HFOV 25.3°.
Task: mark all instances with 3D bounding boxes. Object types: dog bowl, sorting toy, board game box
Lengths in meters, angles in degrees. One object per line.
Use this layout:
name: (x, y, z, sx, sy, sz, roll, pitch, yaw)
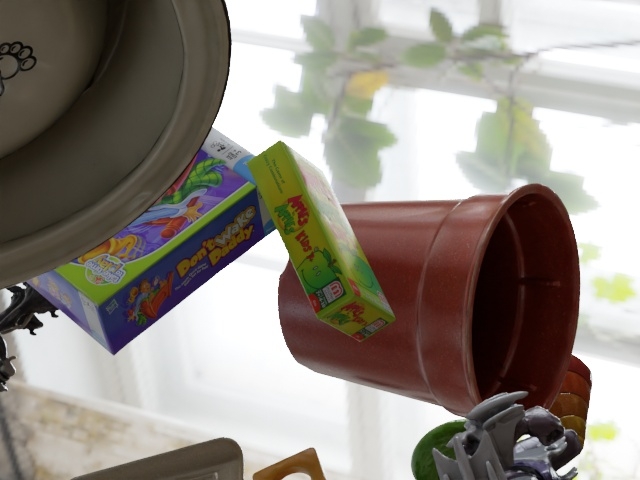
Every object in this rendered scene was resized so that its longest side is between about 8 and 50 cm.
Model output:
dog bowl: (-0.282, -0.142, 1.085, 0.407, 0.150, 0.408, -20, -38, -16)
sorting toy: (0.206, 0.296, 1.795, 0.127, 0.365, 0.126, 41, -163, -30)
sorting toy: (-0.146, 0.281, 1.256, 0.196, 0.347, 0.047, -94, -18, -45)
board game box: (-0.239, -0.062, 1.469, 0.233, 0.347, 0.078, -39, -35, -26)
board game box: (0.000, 0.000, 1.340, 0.092, 0.043, 0.181, 32, -152, -57)

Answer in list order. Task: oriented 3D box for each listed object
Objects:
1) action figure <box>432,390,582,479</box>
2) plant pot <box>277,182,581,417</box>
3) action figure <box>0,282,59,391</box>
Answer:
action figure: (0.135, 0.189, 0.926, 0.285, 0.099, 0.185, 16, -117, -82)
plant pot: (0.112, 0.065, 1.588, 0.272, 0.265, 0.273, -12, -75, -55)
action figure: (-0.458, 0.166, 1.835, 0.141, 0.164, 0.276, 39, -115, -19)
